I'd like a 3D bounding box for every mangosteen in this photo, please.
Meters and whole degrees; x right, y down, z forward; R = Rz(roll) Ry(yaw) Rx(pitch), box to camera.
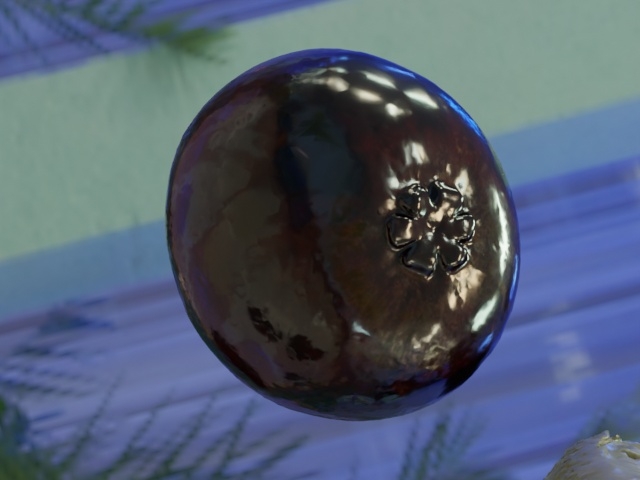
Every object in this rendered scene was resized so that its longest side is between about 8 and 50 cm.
[{"bbox_3d":[0.000,0.000,0.689,0.140,0.140,0.140,166,-90,-82],"label":"mangosteen"}]

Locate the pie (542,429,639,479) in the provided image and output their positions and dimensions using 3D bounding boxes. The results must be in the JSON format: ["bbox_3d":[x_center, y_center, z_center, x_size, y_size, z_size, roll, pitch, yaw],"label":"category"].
[{"bbox_3d":[0.220,0.193,0.875,0.337,0.075,0.337,34,10,-7],"label":"pie"}]
